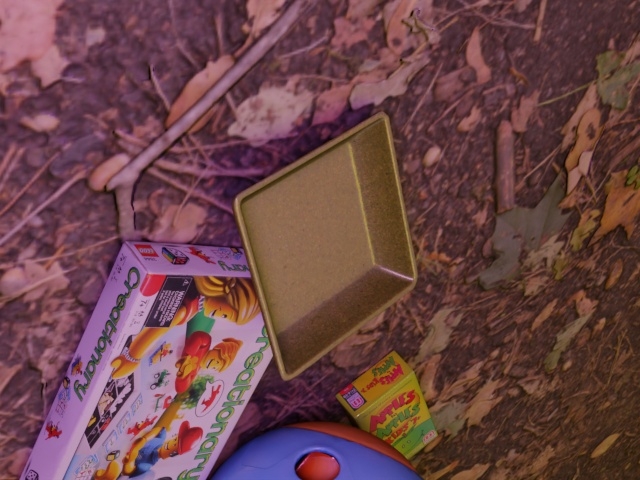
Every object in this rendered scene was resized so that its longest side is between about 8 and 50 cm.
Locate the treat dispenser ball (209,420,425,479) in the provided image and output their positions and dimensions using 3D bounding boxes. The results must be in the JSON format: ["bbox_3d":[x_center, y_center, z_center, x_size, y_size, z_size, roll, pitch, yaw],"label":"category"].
[{"bbox_3d":[-0.003,0.343,1.038,0.288,0.288,0.288,-24,138,-24],"label":"treat dispenser ball"}]

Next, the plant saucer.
[{"bbox_3d":[0.000,0.000,0.864,0.188,0.045,0.188,-33,123,-33],"label":"plant saucer"}]

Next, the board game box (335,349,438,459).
[{"bbox_3d":[0.088,0.224,1.208,0.092,0.043,0.181,-36,142,-10],"label":"board game box"}]

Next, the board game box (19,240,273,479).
[{"bbox_3d":[-0.152,0.142,0.906,0.193,0.053,0.305,4,122,-45],"label":"board game box"}]
